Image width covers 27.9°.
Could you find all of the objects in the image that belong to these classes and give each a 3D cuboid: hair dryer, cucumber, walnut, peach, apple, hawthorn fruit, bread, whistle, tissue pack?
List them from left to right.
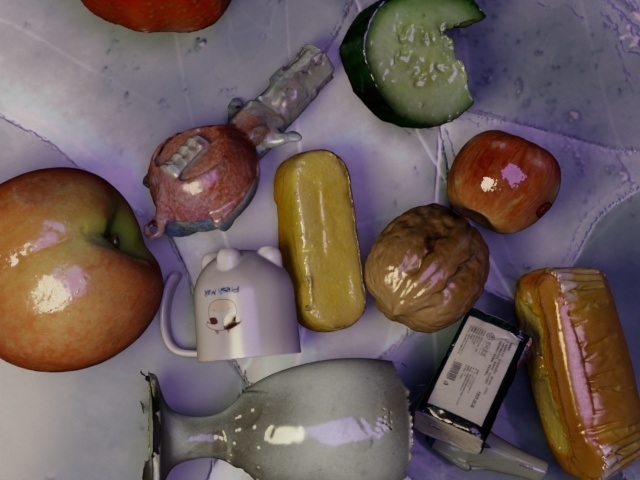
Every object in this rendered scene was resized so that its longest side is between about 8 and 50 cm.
[{"bbox_3d":[-0.325,0.041,1.580,0.252,0.252,0.252,1,86,-10],"label":"peach"},{"bbox_3d":[-0.203,-0.388,1.595,0.254,0.300,0.254,1,85,-7],"label":"hawthorn fruit"},{"bbox_3d":[-0.110,-0.125,1.686,0.346,0.142,0.133,-48,120,-18],"label":"whistle"},{"bbox_3d":[0.000,0.000,1.712,0.102,0.094,0.245,-8,88,-20],"label":"bread"},{"bbox_3d":[0.120,-0.246,1.735,0.191,0.130,0.191,0,91,-10],"label":"cucumber"},{"bbox_3d":[0.138,0.040,1.691,0.155,0.155,0.184,46,46,-4],"label":"walnut"},{"bbox_3d":[0.201,0.184,1.697,0.103,0.090,0.170,23,66,16],"label":"tissue pack"},{"bbox_3d":[0.244,-0.079,1.738,0.146,0.146,0.131,31,90,-7],"label":"apple"},{"bbox_3d":[0.256,0.238,1.758,0.167,0.067,0.199,34,71,1],"label":"hair dryer"},{"bbox_3d":[0.349,0.172,1.732,0.119,0.152,0.288,-14,89,-17],"label":"bread"}]

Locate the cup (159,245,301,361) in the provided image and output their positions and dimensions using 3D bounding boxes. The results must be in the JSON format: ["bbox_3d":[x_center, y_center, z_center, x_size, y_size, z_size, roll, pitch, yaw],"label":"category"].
[{"bbox_3d":[-0.112,0.084,1.679,0.134,0.173,0.142,-2,84,-42],"label":"cup"}]

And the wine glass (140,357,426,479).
[{"bbox_3d":[-0.053,0.245,1.635,0.357,0.190,0.190,-2,86,-12],"label":"wine glass"}]
